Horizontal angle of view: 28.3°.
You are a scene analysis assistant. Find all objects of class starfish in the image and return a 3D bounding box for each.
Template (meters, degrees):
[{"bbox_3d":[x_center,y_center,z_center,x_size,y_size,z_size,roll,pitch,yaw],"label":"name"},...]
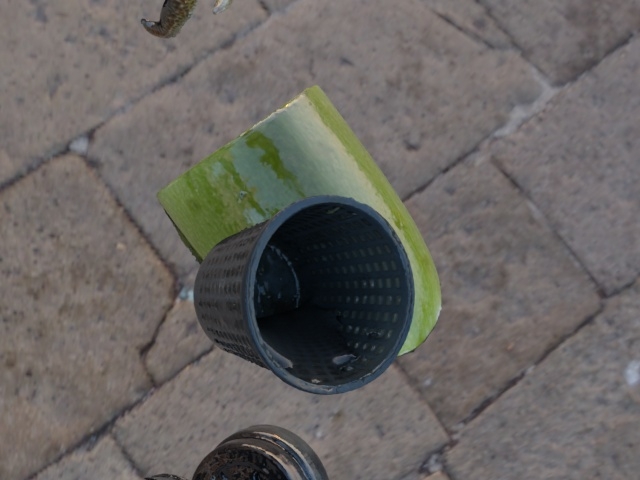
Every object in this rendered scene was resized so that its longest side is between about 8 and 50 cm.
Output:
[{"bbox_3d":[-0.142,-0.288,1.255,0.071,0.238,0.216,-29,71,-27],"label":"starfish"}]

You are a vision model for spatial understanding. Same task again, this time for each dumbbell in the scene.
[{"bbox_3d":[-0.130,0.337,1.495,0.388,0.185,0.185,-12,69,-58],"label":"dumbbell"}]

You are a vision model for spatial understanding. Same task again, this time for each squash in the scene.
[{"bbox_3d":[0.000,0.000,1.472,0.233,0.210,0.309,-38,97,-30],"label":"squash"}]

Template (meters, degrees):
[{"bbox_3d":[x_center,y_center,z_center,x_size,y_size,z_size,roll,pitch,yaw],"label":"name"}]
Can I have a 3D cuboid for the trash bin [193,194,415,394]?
[{"bbox_3d":[-0.028,0.048,1.150,0.175,0.161,0.175,1,88,-31],"label":"trash bin"}]
